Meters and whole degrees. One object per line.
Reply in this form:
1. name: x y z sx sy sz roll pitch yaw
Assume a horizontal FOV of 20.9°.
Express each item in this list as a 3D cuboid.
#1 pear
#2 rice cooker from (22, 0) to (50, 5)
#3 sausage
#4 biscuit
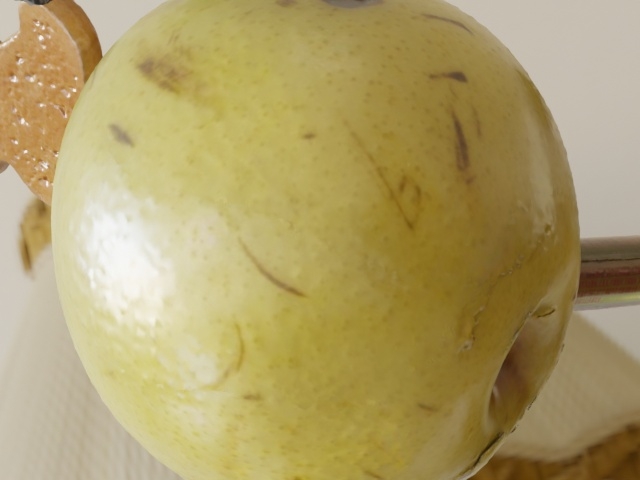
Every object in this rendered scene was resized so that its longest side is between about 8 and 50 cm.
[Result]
1. pear: 0.000 0.000 1.091 0.348 0.348 0.348 -14 -12 -3
2. rice cooker: -0.033 -0.131 0.429 0.112 0.106 0.165 21 47 31
3. sausage: 0.310 0.028 1.712 0.372 0.082 0.082 -2 -17 -40
4. biscuit: -0.218 -0.103 1.287 0.250 0.165 0.036 -15 21 49
